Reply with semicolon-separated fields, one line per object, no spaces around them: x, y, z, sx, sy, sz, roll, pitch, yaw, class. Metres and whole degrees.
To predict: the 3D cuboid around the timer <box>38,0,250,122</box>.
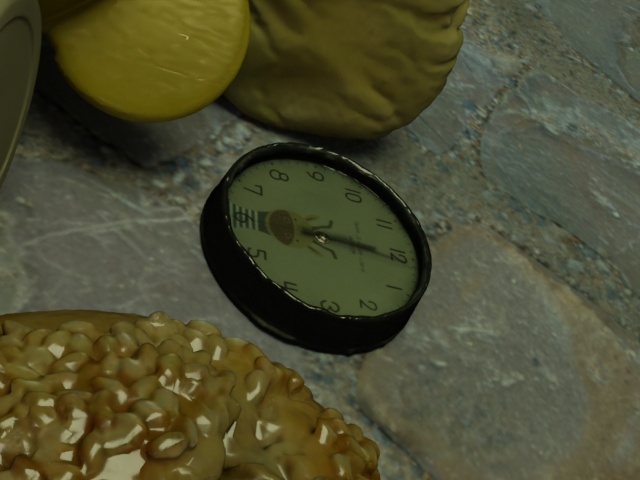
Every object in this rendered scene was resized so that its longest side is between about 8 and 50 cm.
-0.206;-0.293;0.728;0.387;0.376;0.376;14;46;-15;timer

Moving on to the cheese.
0.011;-0.193;0.871;0.226;0.214;0.117;14;41;-12;cheese

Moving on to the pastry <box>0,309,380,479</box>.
-0.092;0.147;0.511;0.316;0.184;0.284;28;42;-7;pastry

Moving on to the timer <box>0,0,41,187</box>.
-0.315;-0.106;0.597;0.266;0.175;0.175;19;44;-4;timer

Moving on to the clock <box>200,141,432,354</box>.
0.000;0.000;0.810;0.185;0.040;0.184;17;45;-18;clock
